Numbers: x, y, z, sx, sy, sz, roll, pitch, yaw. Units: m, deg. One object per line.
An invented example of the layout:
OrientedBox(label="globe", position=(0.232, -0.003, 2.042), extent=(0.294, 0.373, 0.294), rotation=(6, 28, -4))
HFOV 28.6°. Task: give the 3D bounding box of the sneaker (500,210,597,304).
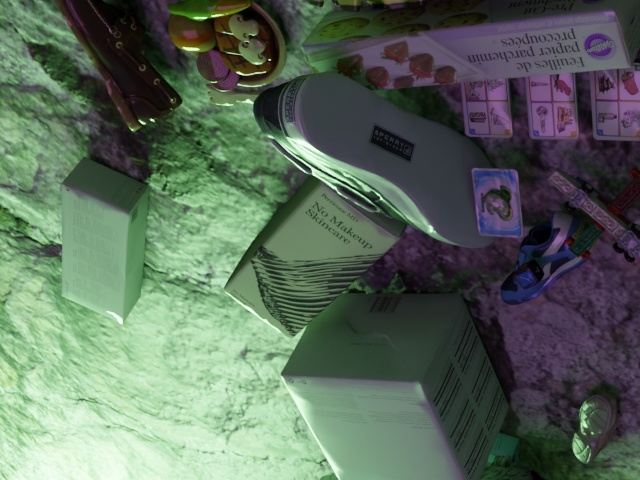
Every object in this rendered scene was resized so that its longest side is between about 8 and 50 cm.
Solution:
OrientedBox(label="sneaker", position=(0.234, 0.016, 1.343), extent=(0.059, 0.053, 0.144), rotation=(35, 132, -10))

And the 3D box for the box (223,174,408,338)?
OrientedBox(label="box", position=(0.000, 0.000, 1.441), extent=(0.113, 0.094, 0.275), rotation=(35, 142, -6))

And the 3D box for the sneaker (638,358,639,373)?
OrientedBox(label="sneaker", position=(0.433, 0.167, 1.372), extent=(0.170, 0.063, 0.075), rotation=(11, 144, 22))

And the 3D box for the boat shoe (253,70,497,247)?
OrientedBox(label="boat shoe", position=(0.062, -0.076, 1.277), extent=(0.301, 0.108, 0.102), rotation=(24, 166, -34))

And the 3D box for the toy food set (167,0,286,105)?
OrientedBox(label="toy food set", position=(-0.099, -0.208, 1.325), extent=(0.132, 0.038, 0.192), rotation=(8, 136, 26))

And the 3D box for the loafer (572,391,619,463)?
OrientedBox(label="loafer", position=(0.337, 0.220, 1.514), extent=(0.045, 0.039, 0.125), rotation=(49, 149, 33))

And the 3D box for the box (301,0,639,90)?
OrientedBox(label="box", position=(0.136, -0.189, 1.174), extent=(0.324, 0.067, 0.063), rotation=(0, 133, 34))

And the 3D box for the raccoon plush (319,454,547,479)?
OrientedBox(label="raccoon plush", position=(0.214, 0.440, 1.637), extent=(0.299, 0.216, 0.446), rotation=(61, 161, -20))

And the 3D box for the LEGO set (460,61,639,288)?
OrientedBox(label="LEGO set", position=(0.241, -0.065, 1.247), extent=(0.182, 0.060, 0.244), rotation=(3, 116, 28))

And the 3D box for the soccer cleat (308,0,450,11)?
OrientedBox(label="soccer cleat", position=(0.095, -0.271, 1.117), extent=(0.289, 0.093, 0.121), rotation=(-1, 101, 39))

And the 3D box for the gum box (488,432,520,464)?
OrientedBox(label="gum box", position=(0.173, 0.301, 1.696), extent=(0.184, 0.041, 0.157), rotation=(14, 138, 19))

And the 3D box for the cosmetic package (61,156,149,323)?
OrientedBox(label="cosmetic package", position=(-0.285, 0.003, 1.655), extent=(0.099, 0.060, 0.239), rotation=(23, 141, 7))

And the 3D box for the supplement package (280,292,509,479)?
OrientedBox(label="supplement package", position=(0.096, 0.184, 1.533), extent=(0.194, 0.149, 0.203), rotation=(0, 132, 33))

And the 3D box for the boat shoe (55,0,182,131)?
OrientedBox(label="boat shoe", position=(-0.224, -0.218, 1.380), extent=(0.073, 0.073, 0.207), rotation=(-27, 126, 5))
